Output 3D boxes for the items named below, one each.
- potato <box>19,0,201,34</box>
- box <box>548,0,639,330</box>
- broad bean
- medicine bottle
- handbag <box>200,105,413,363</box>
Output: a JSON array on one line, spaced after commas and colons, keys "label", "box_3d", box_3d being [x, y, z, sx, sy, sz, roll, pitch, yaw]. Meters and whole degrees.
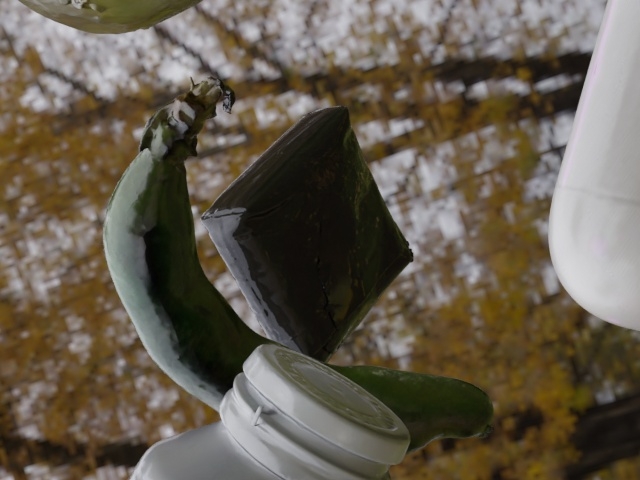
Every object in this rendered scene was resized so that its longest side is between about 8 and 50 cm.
[{"label": "potato", "box_3d": [-0.110, -0.211, 0.781, 0.307, 0.173, 0.210, 86, 167, -72]}, {"label": "box", "box_3d": [0.308, -0.095, 1.265, 0.289, 0.141, 0.349, 13, -88, -51]}, {"label": "broad bean", "box_3d": [-0.028, 0.047, 0.966, 0.292, 0.144, 0.049, 49, -165, -21]}, {"label": "medicine bottle", "box_3d": [-0.046, 0.166, 0.836, 0.135, 0.215, 0.135, 31, -173, -4]}, {"label": "handbag", "box_3d": [0.000, 0.000, 1.776, 0.247, 0.080, 0.223, -47, -63, -41]}]
